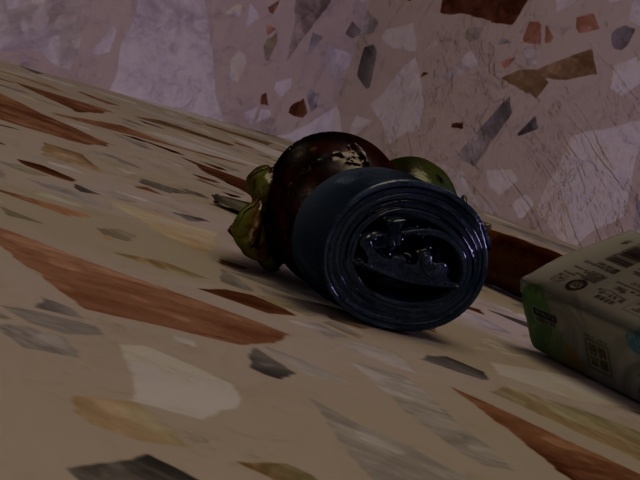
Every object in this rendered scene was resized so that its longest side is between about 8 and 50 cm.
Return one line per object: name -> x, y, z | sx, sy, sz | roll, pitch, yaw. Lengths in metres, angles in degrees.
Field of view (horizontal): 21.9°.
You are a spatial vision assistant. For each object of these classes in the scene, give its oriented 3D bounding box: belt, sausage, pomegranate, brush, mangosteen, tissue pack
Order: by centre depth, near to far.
belt -> 0.071, 0.010, 1.535 | 0.190, 0.141, 0.082 | 18, 7, -33
mangosteen -> -0.003, -0.027, 1.637 | 0.180, 0.166, 0.166 | -6, 7, -2
tissue pack -> 0.336, 0.102, 1.666 | 0.159, 0.145, 0.229 | -22, 25, -25
brush -> 0.000, 0.000, 2.028 | 0.314, 0.017, 0.090 | 24, 8, 37
pomegranate -> 0.120, -0.032, 2.119 | 0.148, 0.148, 0.169 | 22, -4, 32
sausage -> 0.287, 0.049, 2.175 | 0.103, 0.076, 0.302 | 6, 11, -33
